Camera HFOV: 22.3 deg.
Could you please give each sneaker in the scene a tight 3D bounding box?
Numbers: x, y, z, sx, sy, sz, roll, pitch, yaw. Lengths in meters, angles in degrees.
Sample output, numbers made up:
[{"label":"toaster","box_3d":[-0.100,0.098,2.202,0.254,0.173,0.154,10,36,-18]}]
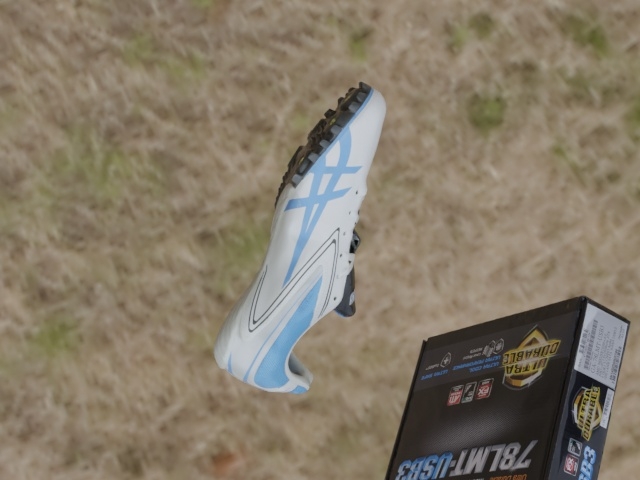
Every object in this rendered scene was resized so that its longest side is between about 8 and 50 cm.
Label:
[{"label":"sneaker","box_3d":[0.000,0.000,1.172,0.086,0.085,0.237,21,104,-7]}]

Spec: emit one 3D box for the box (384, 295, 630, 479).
[{"label":"box","box_3d":[0.177,0.223,1.694,0.073,0.293,0.295,29,156,-23]}]
